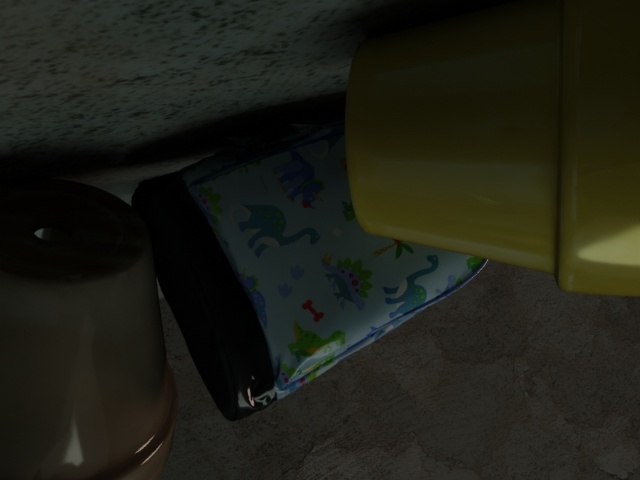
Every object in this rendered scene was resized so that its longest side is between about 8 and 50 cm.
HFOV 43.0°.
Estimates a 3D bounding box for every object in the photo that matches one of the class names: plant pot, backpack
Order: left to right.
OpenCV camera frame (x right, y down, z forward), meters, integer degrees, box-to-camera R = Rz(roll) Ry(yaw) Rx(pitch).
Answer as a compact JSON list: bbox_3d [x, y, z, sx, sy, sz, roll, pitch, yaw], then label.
[{"bbox_3d":[-0.298,0.097,0.869,0.323,0.323,0.280,-9,129,-36],"label":"plant pot"},{"bbox_3d":[0.016,-0.004,0.891,0.356,0.290,0.273,-21,177,-25],"label":"backpack"},{"bbox_3d":[0.153,-0.083,0.652,0.239,0.254,0.254,0,178,16],"label":"plant pot"}]
